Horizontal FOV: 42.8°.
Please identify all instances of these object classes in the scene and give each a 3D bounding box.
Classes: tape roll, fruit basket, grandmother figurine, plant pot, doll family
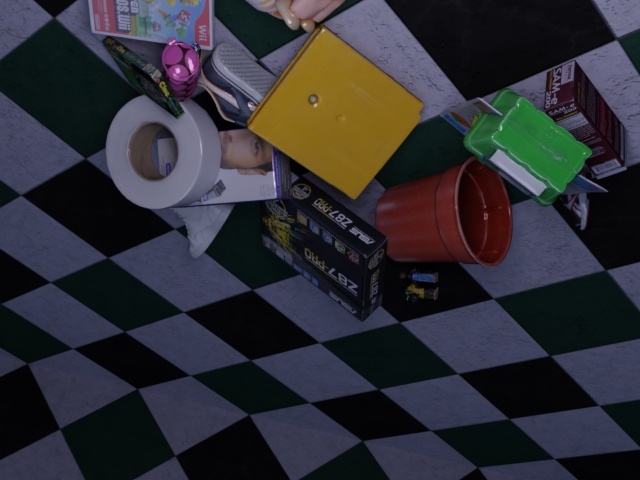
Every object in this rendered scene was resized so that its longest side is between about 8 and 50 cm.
[{"bbox_3d":[-0.391,-0.222,2.039,0.286,0.286,0.100,-4,-177,24],"label":"tape roll"},{"bbox_3d":[0.417,-0.186,1.772,0.327,0.165,0.353,36,174,-6],"label":"fruit basket"},{"bbox_3d":[0.068,-0.532,1.581,0.342,0.208,0.104,-29,91,30],"label":"grandmother figurine"},{"bbox_3d":[0.298,-0.055,2.047,0.265,0.272,0.272,-9,138,40],"label":"plant pot"},{"bbox_3d":[0.291,0.128,2.436,0.111,0.076,0.193,9,139,15],"label":"doll family"}]

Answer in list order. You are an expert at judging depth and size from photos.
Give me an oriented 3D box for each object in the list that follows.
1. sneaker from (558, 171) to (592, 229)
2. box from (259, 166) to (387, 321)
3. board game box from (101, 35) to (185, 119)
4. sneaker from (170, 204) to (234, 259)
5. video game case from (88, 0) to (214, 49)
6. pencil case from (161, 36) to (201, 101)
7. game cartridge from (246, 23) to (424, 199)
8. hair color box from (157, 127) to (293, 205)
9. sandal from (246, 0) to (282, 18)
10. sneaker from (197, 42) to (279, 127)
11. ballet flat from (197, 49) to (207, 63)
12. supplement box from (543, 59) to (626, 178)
[{"bbox_3d":[0.629,-0.105,2.023,0.077,0.072,0.178,10,137,27],"label":"sneaker"},{"bbox_3d":[0.000,0.000,2.193,0.395,0.097,0.318,37,154,24],"label":"box"},{"bbox_3d":[-0.414,-0.383,1.904,0.259,0.030,0.136,38,166,42],"label":"board game box"},{"bbox_3d":[-0.371,-0.068,2.387,0.169,0.108,0.292,30,138,-9],"label":"sneaker"},{"bbox_3d":[-0.371,-0.532,1.780,0.285,0.025,0.204,9,127,6],"label":"video game case"},{"bbox_3d":[-0.323,-0.385,1.861,0.098,0.095,0.209,57,165,-2],"label":"pencil case"},{"bbox_3d":[0.040,-0.286,1.872,0.323,0.053,0.285,32,107,-25],"label":"game cartridge"},{"bbox_3d":[-0.247,-0.185,2.093,0.339,0.185,0.110,-4,-179,22],"label":"hair color box"},{"bbox_3d":[-0.141,-0.541,1.689,0.102,0.076,0.265,-18,133,36],"label":"sandal"},{"bbox_3d":[-0.147,-0.325,1.941,0.321,0.126,0.127,40,134,-17],"label":"sneaker"},{"bbox_3d":[-0.293,-0.469,1.857,0.057,0.052,0.168,4,142,15],"label":"ballet flat"},{"bbox_3d":[0.577,-0.259,1.770,0.073,0.130,0.239,-20,131,38],"label":"supplement box"}]
